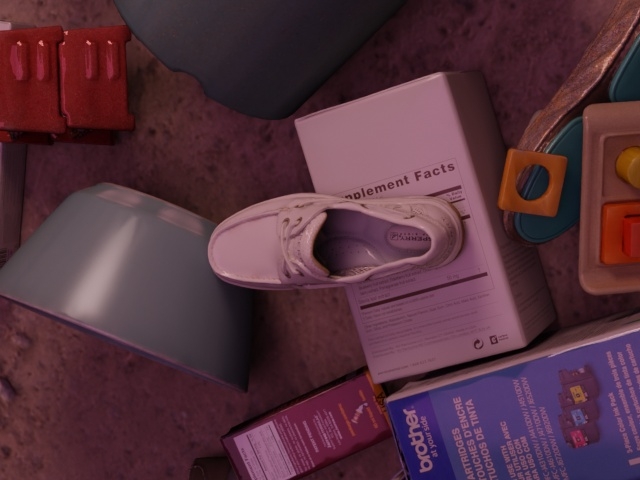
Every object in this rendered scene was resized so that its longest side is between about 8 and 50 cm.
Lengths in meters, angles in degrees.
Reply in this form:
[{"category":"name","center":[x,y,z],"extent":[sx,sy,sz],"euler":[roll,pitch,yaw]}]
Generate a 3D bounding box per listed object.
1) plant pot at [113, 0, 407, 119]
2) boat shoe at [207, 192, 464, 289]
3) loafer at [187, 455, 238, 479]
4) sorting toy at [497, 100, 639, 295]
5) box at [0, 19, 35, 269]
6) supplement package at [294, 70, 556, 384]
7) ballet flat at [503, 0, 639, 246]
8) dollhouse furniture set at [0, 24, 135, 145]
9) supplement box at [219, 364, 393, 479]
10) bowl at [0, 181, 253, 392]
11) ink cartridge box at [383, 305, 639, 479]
[{"category":"plant pot","center":[-0.027,-0.326,1.530],"extent":[0.341,0.341,0.334],"euler":[45,115,8]},{"category":"boat shoe","center":[0.000,0.000,1.476],"extent":[0.277,0.096,0.098],"euler":[-8,94,22]},{"category":"loafer","center":[-0.141,0.370,1.757],"extent":[0.087,0.094,0.251],"euler":[16,91,21]},{"category":"sorting toy","center":[0.352,-0.044,1.487],"extent":[0.348,0.047,0.196],"euler":[-5,104,-11]},{"category":"box","center":[-0.400,-0.107,1.791],"extent":[0.063,0.067,0.324],"euler":[8,99,16]},{"category":"supplement package","center":[0.116,-0.019,1.578],"extent":[0.175,0.177,0.292],"euler":[-16,91,21]},{"category":"ballet flat","center":[0.282,-0.134,1.541],"extent":[0.107,0.106,0.316],"euler":[38,90,-29]},{"category":"dollhouse furniture set","center":[-0.300,-0.295,1.647],"extent":[0.152,0.201,0.374],"euler":[-2,92,-14]},{"category":"supplement box","center":[-0.009,0.214,1.659],"extent":[0.188,0.104,0.080],"euler":[-25,88,2]},{"category":"bowl","center":[-0.199,0.042,1.647],"extent":[0.312,0.311,0.163],"euler":[19,83,15]},{"category":"ink cartridge box","center":[0.239,0.174,1.514],"extent":[0.396,0.270,0.151],"euler":[-16,88,19]}]
